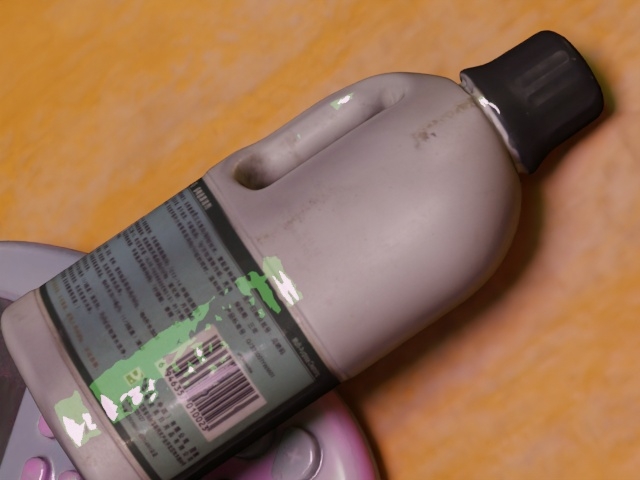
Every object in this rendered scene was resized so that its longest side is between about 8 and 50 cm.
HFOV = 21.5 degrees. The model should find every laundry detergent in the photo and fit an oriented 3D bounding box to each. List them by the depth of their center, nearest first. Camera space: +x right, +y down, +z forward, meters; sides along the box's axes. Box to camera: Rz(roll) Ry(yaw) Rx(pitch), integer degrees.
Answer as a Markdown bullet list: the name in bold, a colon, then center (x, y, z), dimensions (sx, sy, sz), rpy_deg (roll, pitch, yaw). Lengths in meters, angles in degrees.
- **laundry detergent**: center (0.000, 0.000, 0.596), dimensions (0.226, 0.070, 0.099), rpy_deg (-35, 48, -2)

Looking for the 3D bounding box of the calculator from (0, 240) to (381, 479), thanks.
- **calculator**: center (-0.107, 0.097, 0.672), dimensions (0.299, 0.041, 0.185), rpy_deg (13, 84, 31)
